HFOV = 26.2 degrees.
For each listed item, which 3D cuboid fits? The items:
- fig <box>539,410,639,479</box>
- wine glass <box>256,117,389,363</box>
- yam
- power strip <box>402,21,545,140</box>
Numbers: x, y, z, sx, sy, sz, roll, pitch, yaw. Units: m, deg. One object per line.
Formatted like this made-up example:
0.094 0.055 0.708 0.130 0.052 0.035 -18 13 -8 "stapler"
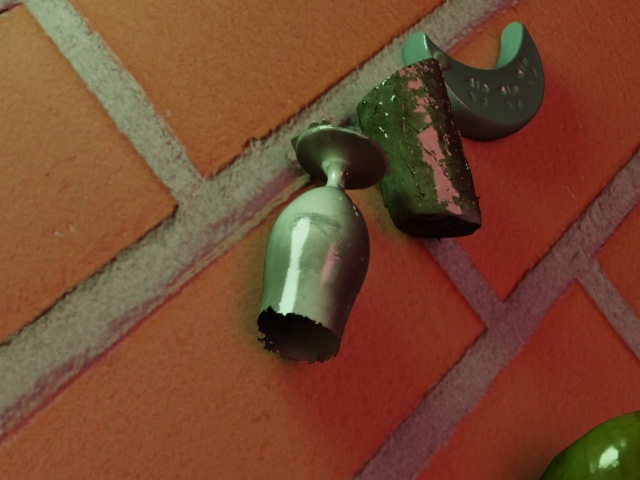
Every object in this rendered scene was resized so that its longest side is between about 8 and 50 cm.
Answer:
0.317 0.287 1.335 0.203 0.203 0.225 16 53 -31 "fig"
0.000 0.000 1.295 0.103 0.103 0.222 30 52 -23 "wine glass"
0.101 -0.089 1.418 0.107 0.107 0.183 -7 75 -39 "yam"
0.175 -0.178 1.554 0.216 0.044 0.137 -16 80 -41 "power strip"
